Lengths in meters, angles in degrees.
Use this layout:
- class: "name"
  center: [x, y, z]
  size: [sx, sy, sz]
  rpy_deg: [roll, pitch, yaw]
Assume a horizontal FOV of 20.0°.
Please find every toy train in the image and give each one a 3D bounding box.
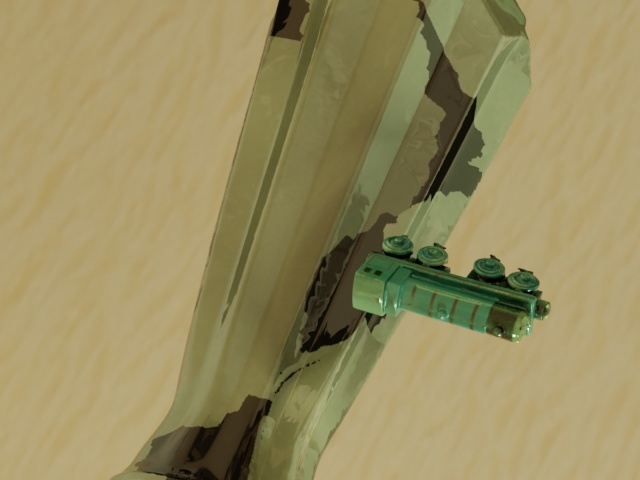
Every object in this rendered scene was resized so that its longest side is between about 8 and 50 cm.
- class: "toy train"
  center: [0.060, 0.024, 0.844]
  size: [0.092, 0.045, 0.029]
  rpy_deg: [16, 124, 19]

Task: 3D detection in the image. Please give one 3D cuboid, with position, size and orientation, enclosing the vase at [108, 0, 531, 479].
- class: "vase"
  center: [0.000, 0.000, 1.013]
  size: [0.165, 0.360, 0.165]
  rpy_deg: [19, 155, 9]
